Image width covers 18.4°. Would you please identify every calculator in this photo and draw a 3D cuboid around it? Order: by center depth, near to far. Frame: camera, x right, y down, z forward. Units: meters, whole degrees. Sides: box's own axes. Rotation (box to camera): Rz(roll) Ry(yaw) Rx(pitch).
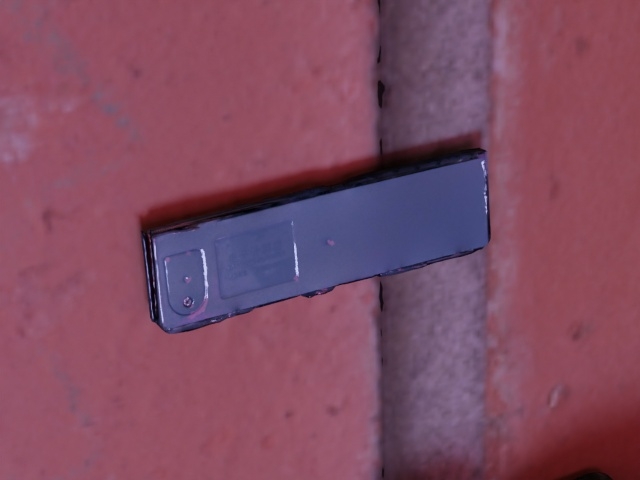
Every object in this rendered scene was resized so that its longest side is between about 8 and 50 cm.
[{"bbox_3d":[0.000,0.000,0.918,0.172,0.018,0.057,-15,121,-17],"label":"calculator"}]

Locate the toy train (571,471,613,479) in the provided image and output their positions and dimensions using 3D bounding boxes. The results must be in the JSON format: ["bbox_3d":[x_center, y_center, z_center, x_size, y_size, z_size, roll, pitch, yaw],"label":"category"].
[{"bbox_3d":[0.124,0.282,1.036,0.238,0.167,0.299,-21,123,-20],"label":"toy train"}]
